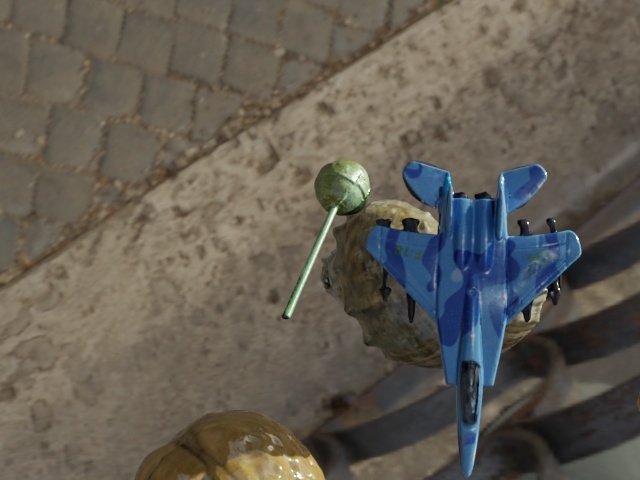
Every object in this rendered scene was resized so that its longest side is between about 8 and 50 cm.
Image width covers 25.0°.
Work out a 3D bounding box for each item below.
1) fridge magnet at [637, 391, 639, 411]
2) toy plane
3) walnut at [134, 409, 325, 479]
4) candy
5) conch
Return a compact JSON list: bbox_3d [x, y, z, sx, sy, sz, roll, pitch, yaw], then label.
[{"bbox_3d":[0.399,0.172,1.482,0.143,0.143,0.063,-17,114,-28],"label":"fridge magnet"},{"bbox_3d":[0.120,0.060,1.139,0.169,0.078,0.246,1,93,4],"label":"toy plane"},{"bbox_3d":[-0.096,0.324,1.657,0.224,0.257,0.257,-36,97,-20],"label":"walnut"},{"bbox_3d":[0.000,0.000,1.432,0.061,0.061,0.202,35,53,-17],"label":"candy"},{"bbox_3d":[0.108,0.061,1.637,0.159,0.291,0.210,-27,112,-37],"label":"conch"}]
